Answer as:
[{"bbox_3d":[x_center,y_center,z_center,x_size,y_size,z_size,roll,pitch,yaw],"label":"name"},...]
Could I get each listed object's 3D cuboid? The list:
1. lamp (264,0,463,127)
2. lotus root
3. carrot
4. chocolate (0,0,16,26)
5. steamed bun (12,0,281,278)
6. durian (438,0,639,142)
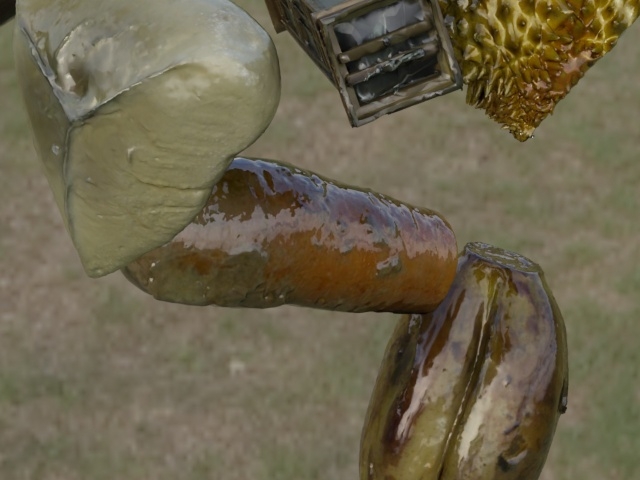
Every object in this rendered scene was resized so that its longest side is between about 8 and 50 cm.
[{"bbox_3d":[0.018,-0.176,1.397,0.089,0.090,0.325,-21,20,-3],"label":"lamp"},{"bbox_3d":[0.149,0.148,1.810,0.193,0.291,0.193,17,-3,1],"label":"lotus root"},{"bbox_3d":[-0.029,-0.004,1.574,0.302,0.138,0.139,3,30,-33],"label":"carrot"},{"bbox_3d":[-0.413,-0.368,1.825,0.384,0.383,0.331,4,30,2],"label":"chocolate"},{"bbox_3d":[-0.136,-0.107,1.298,0.212,0.231,0.110,-21,-4,37],"label":"steamed bun"},{"bbox_3d":[0.175,-0.207,1.435,0.138,0.183,0.249,41,40,-4],"label":"durian"}]
